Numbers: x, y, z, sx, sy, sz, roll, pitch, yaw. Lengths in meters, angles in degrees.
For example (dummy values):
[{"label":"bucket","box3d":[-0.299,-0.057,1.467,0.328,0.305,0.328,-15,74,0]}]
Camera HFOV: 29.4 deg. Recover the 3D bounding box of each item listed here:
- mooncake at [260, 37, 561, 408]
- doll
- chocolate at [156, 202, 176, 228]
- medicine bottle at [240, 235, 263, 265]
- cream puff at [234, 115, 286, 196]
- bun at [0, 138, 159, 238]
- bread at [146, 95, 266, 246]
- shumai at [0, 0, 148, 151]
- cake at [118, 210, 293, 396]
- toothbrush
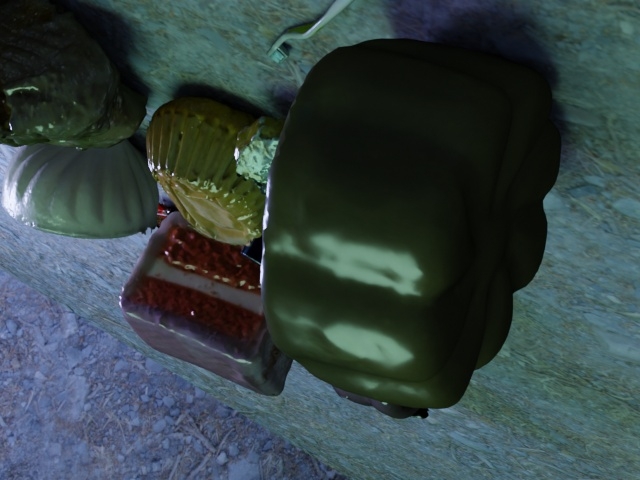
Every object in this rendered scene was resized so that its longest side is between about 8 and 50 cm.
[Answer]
[{"label":"mooncake","box3d":[0.105,-0.017,1.245,0.200,0.379,0.378,12,158,27]},{"label":"doll","box3d":[0.112,0.286,2.480,0.257,0.117,0.182,10,157,44]},{"label":"chocolate","box3d":[-0.281,-0.036,2.297,0.086,0.028,0.182,8,156,30]},{"label":"medicine bottle","box3d":[-0.025,-0.022,1.810,0.079,0.124,0.258,35,159,-15]},{"label":"cream puff","box3d":[-0.033,-0.110,1.584,0.156,0.121,0.156,26,-154,-14]},{"label":"bun","box3d":[-0.386,-0.123,1.997,0.263,0.175,0.263,9,-161,-3]},{"label":"bread","box3d":[-0.148,-0.103,1.729,0.240,0.139,0.240,25,159,10]},{"label":"shumai","box3d":[-0.384,-0.183,1.718,0.346,0.217,0.283,13,157,32]},{"label":"cake","box3d":[-0.184,0.116,2.224,0.308,0.237,0.230,21,159,15]},{"label":"toothbrush","box3d":[-0.010,-0.240,1.341,0.026,0.022,0.263,45,160,-9]}]
